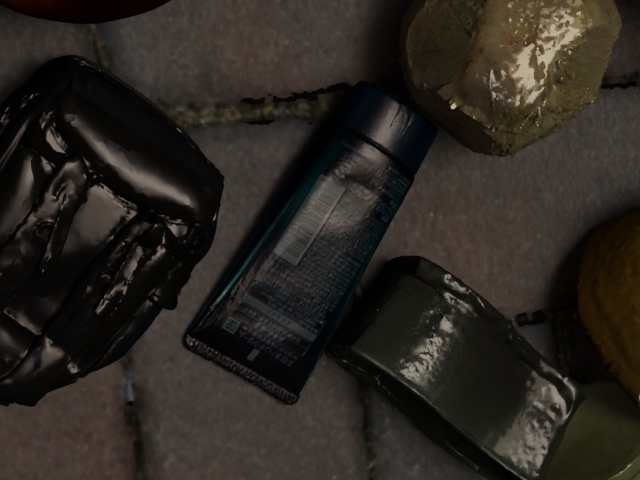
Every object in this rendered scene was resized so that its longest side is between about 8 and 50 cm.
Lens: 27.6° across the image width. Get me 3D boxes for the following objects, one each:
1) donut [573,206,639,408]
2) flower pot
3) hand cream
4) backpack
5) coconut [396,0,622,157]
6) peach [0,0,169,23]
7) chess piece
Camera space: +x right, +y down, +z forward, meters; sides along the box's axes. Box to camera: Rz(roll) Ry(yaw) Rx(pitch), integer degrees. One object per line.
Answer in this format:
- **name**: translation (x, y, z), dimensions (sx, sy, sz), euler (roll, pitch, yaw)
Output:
- **donut**: translation (0.374, 0.074, 1.211), dimensions (0.277, 0.108, 0.277), euler (15, 56, -24)
- **flower pot**: translation (0.126, 0.119, 1.143), dimensions (0.229, 0.103, 0.108), euler (39, 75, -20)
- **hand cream**: translation (0.000, 0.000, 1.103), dimensions (0.120, 0.061, 0.270), euler (32, 85, -26)
- **backpack**: translation (-0.191, 0.001, 0.965), dimensions (0.206, 0.133, 0.258), euler (36, 85, -23)
- **coconut**: translation (0.155, -0.164, 1.097), dimensions (0.194, 0.194, 0.194), euler (-3, 97, -28)
- **peach**: translation (-0.161, -0.266, 0.907), dimensions (0.243, 0.199, 0.243), euler (10, 53, -14)
- **chess piece**: translation (0.300, 0.272, 1.253), dimensions (0.144, 0.144, 0.251), euler (-41, 118, -18)
